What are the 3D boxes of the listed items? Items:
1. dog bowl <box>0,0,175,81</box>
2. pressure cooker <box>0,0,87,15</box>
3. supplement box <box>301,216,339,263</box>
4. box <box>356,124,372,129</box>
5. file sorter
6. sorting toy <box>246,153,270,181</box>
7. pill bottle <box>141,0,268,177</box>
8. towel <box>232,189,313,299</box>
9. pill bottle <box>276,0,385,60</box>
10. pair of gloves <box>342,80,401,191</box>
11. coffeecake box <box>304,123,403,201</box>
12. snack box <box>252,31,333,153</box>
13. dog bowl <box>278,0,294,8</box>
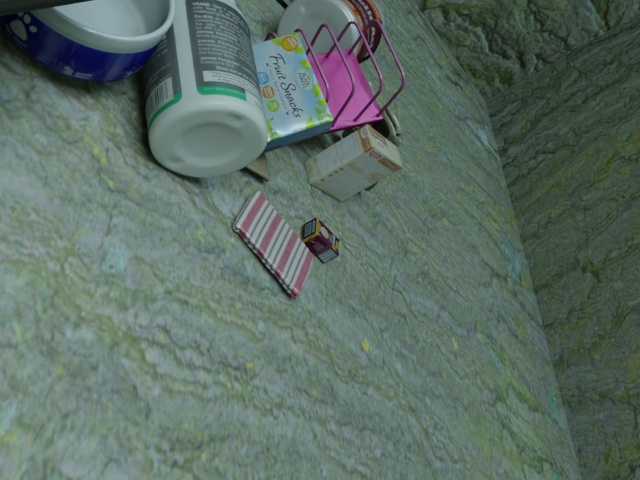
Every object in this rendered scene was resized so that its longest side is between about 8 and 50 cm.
[{"bbox_3d":[-0.367,-0.381,1.134,0.265,0.104,0.264,22,48,-27],"label":"dog bowl"},{"bbox_3d":[-0.437,-0.438,0.821,0.370,0.421,0.375,-95,176,-64],"label":"pressure cooker"},{"bbox_3d":[0.000,0.000,1.582,0.083,0.043,0.055,45,29,-32],"label":"supplement box"},{"bbox_3d":[0.098,-0.382,2.120,0.232,0.058,0.087,30,40,-49],"label":"box"},{"bbox_3d":[0.017,-0.376,1.673,0.291,0.182,0.202,-17,76,-27],"label":"file sorter"},{"bbox_3d":[-0.183,-0.232,1.494,0.208,0.038,0.193,33,37,-52],"label":"sorting toy"},{"bbox_3d":[-0.218,-0.311,1.309,0.204,0.204,0.361,28,42,-49],"label":"pill bottle"},{"bbox_3d":[-0.092,0.008,1.432,0.197,0.029,0.144,50,28,-17],"label":"towel"},{"bbox_3d":[0.047,-0.584,2.033,0.224,0.224,0.392,57,27,-9],"label":"pill bottle"},{"bbox_3d":[0.130,-0.268,1.883,0.042,0.240,0.204,-16,66,-29],"label":"pair of gloves"},{"bbox_3d":[0.080,-0.181,1.742,0.142,0.186,0.068,26,43,-51],"label":"coffeecake box"},{"bbox_3d":[-0.093,-0.296,1.475,0.070,0.175,0.207,122,-52,-76],"label":"snack box"},{"bbox_3d":[-0.079,-0.867,2.173,0.408,0.150,0.408,41,33,-34],"label":"dog bowl"}]
